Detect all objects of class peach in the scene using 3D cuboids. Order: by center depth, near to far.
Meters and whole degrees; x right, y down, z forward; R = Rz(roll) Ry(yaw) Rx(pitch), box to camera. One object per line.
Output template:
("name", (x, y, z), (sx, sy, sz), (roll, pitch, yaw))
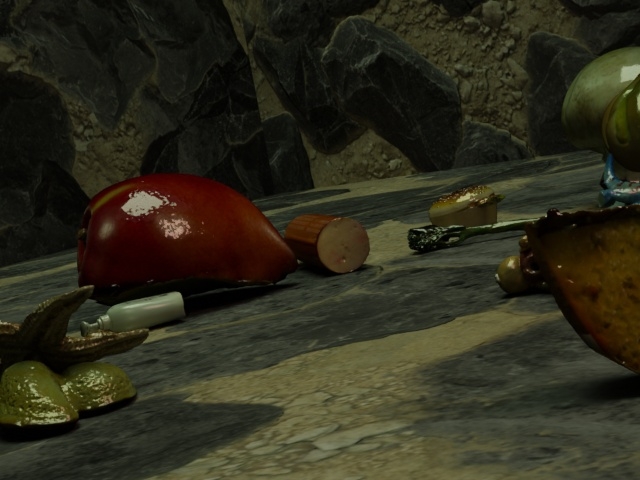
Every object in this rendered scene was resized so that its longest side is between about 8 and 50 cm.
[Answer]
("peach", (-0.216, -0.011, 2.102), (0.362, 0.201, 0.258), (-5, -8, -14))

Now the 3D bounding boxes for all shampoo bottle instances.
("shampoo bottle", (-0.276, 0.110, 1.943), (0.152, 0.045, 0.077), (-11, 3, -29))

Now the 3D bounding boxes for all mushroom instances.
("mushroom", (0.598, -0.204, 2.379), (0.352, 0.260, 0.352), (13, -5, 1))

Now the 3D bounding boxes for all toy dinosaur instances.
("toy dinosaur", (0.407, -0.033, 1.683), (0.144, 0.076, 0.329), (-19, 30, -19))

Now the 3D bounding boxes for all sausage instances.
("sausage", (0.000, 0.000, 2.296), (0.093, 0.092, 0.312), (-12, 6, -12))

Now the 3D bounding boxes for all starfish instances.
("starfish", (-0.308, 0.112, 1.485), (0.236, 0.062, 0.277), (-31, -41, 27))

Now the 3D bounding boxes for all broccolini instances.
("broccolini", (0.271, -0.008, 2.234), (0.255, 0.071, 0.057), (-3, -35, 8))

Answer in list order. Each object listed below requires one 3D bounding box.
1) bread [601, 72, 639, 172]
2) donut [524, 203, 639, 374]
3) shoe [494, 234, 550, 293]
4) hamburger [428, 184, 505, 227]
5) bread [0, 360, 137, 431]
("bread", (0.529, -0.182, 1.928), (0.261, 0.158, 0.156), (-18, 10, 18))
("donut", (0.301, 0.043, 1.092), (0.259, 0.152, 0.101), (-5, -9, 1))
("shoe", (0.263, 0.027, 1.628), (0.109, 0.072, 0.069), (-5, 3, 44))
("hamburger", (0.264, -0.057, 2.411), (0.141, 0.081, 0.126), (-10, 6, 21))
("bread", (-0.271, 0.157, 1.411), (0.150, 0.065, 0.188), (-6, 3, -5))
